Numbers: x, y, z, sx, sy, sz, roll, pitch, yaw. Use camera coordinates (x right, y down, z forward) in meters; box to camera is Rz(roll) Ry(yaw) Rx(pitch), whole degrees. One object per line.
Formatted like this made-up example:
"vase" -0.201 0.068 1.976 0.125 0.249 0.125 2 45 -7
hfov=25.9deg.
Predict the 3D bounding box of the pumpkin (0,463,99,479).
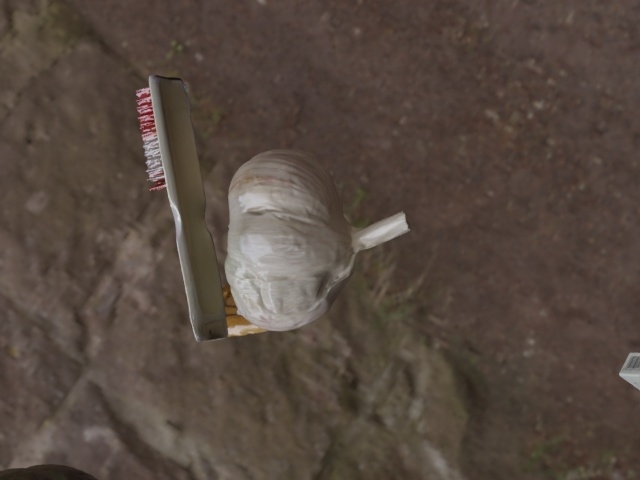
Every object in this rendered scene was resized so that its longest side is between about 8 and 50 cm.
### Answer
"pumpkin" -0.173 0.263 1.187 0.278 0.111 0.163 37 156 18

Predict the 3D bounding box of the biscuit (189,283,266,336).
"biscuit" -0.109 0.090 1.892 0.224 0.144 0.033 -151 45 -72

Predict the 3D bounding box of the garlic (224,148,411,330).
"garlic" 0.000 0.000 1.607 0.212 0.219 0.218 -1 144 12

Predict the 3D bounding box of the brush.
"brush" -0.168 -0.036 1.655 0.050 0.321 0.060 -16 172 34

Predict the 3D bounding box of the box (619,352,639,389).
"box" 0.513 0.204 2.001 0.100 0.048 0.152 33 164 -15
